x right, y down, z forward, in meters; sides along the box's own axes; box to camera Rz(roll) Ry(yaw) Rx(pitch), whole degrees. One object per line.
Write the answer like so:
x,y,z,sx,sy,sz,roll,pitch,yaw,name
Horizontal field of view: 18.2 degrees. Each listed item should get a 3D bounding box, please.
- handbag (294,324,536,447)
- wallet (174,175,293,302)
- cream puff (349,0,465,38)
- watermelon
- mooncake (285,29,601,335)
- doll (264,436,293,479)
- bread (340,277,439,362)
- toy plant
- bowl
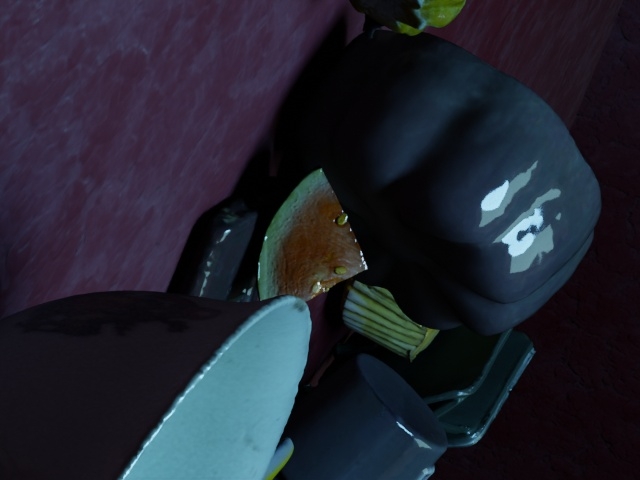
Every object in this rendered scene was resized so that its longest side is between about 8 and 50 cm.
0.111,0.166,2.448,0.247,0.260,0.079,-52,127,-53,handbag
-0.094,0.061,1.755,0.182,0.049,0.229,-31,145,-64,wallet
0.079,-0.246,1.603,0.156,0.121,0.156,-58,163,-30,cream puff
0.000,0.000,1.711,0.125,0.094,0.135,-34,141,-43,watermelon
0.103,-0.045,1.805,0.154,0.306,0.306,-51,166,-21,mooncake
-0.149,0.242,1.712,0.145,0.103,0.316,-33,-179,37,doll
0.118,0.025,2.390,0.250,0.133,0.179,-49,164,-46,bread
-0.040,0.320,2.246,0.400,0.279,0.185,-46,135,14,toy plant
-0.196,0.182,1.199,0.435,0.196,0.435,-59,169,-19,bowl
